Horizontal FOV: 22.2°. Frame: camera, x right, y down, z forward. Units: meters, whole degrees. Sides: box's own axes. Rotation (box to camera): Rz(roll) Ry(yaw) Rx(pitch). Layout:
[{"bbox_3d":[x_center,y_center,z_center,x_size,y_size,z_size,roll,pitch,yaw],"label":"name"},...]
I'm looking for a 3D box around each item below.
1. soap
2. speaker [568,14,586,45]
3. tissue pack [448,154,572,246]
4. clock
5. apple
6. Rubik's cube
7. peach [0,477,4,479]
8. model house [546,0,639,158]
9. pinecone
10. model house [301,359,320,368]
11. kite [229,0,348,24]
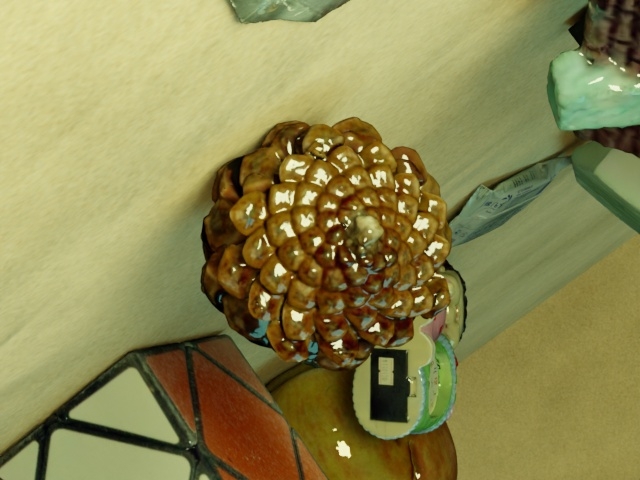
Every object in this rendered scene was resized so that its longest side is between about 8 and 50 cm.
[{"bbox_3d":[0.339,-0.067,1.709,0.091,0.145,0.230,-52,168,3],"label":"soap"},{"bbox_3d":[0.275,-0.203,1.225,0.191,0.040,0.046,-39,176,19],"label":"speaker"},{"bbox_3d":[0.190,-0.037,1.747,0.193,0.026,0.122,-22,163,-50],"label":"tissue pack"},{"bbox_3d":[0.103,0.114,1.787,0.100,0.194,0.195,4,-173,21],"label":"clock"},{"bbox_3d":[0.023,0.245,1.916,0.264,0.264,0.264,-33,169,-7],"label":"apple"},{"bbox_3d":[-0.136,0.224,1.417,0.205,0.207,0.205,-39,170,17],"label":"Rubik's cube"},{"bbox_3d":[-0.286,0.250,1.279,0.152,0.152,0.152,-33,169,-7],"label":"peach"},{"bbox_3d":[0.272,-0.142,0.981,0.248,0.230,0.280,-10,143,-5],"label":"model house"},{"bbox_3d":[0.000,0.000,1.024,0.173,0.174,0.173,-33,169,-7],"label":"pinecone"},{"bbox_3d":[0.028,0.021,1.292,0.152,0.106,0.165,-37,174,22],"label":"model house"},{"bbox_3d":[0.086,-0.195,0.771,0.310,0.015,0.169,-34,170,8],"label":"kite"}]
